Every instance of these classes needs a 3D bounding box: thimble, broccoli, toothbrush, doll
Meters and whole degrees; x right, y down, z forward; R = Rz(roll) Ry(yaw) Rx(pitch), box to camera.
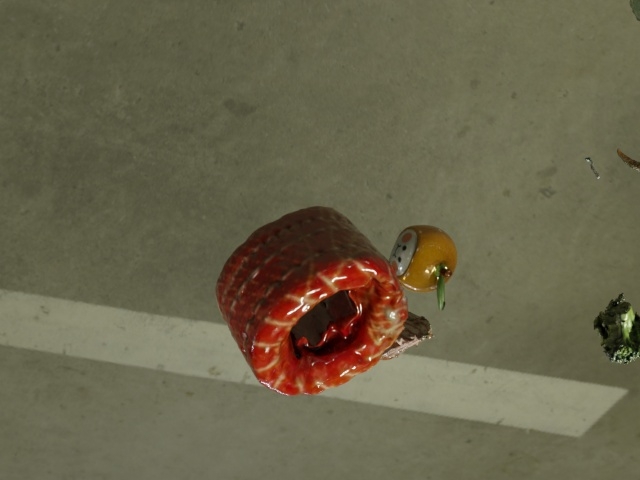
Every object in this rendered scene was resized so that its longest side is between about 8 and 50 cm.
[{"bbox_3d":[-0.016,0.126,1.069,0.349,0.231,0.351,-17,131,-20],"label":"thimble"},{"bbox_3d":[0.454,0.133,0.799,0.096,0.095,0.092,-33,119,-7],"label":"broccoli"},{"bbox_3d":[0.700,-0.188,1.357,0.013,0.131,0.011,-6,118,17],"label":"toothbrush"},{"bbox_3d":[0.329,0.069,1.588,0.213,0.236,0.214,-11,117,-23],"label":"doll"}]

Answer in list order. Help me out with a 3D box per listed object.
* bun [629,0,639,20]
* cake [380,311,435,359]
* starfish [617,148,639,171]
[{"bbox_3d":[0.511,-0.359,0.697,0.195,0.195,0.118,-14,120,7],"label":"bun"},{"bbox_3d":[0.181,0.228,1.236,0.098,0.287,0.135,-5,89,-12],"label":"cake"},{"bbox_3d":[0.723,-0.130,1.072,0.237,0.213,0.057,22,164,10],"label":"starfish"}]
